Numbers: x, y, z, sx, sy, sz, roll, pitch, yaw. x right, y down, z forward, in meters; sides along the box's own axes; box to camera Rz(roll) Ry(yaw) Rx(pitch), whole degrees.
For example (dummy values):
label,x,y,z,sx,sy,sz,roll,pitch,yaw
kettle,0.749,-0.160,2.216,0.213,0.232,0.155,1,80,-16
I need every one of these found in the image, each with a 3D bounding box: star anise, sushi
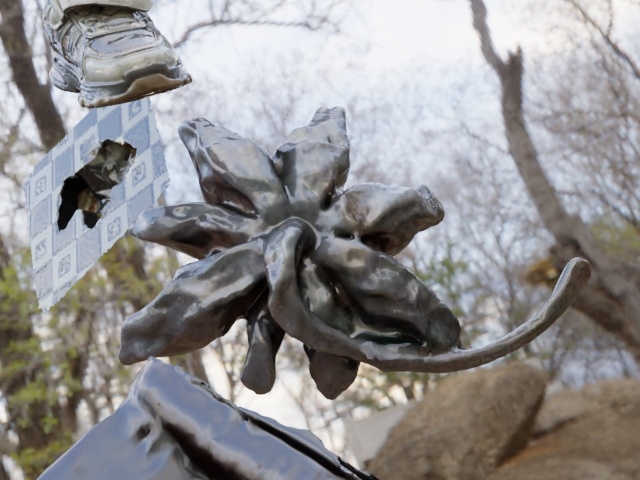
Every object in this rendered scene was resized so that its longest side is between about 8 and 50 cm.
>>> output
label,x,y,z,sx,sy,sz,roll,pitch,yaw
star anise,0.000,0.000,0.908,0.359,0.316,0.139,-31,-14,-20
sushi,-0.214,-0.049,1.143,0.040,0.193,0.210,24,-54,-41

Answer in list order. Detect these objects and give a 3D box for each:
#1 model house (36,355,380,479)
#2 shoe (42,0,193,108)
label,x,y,z,sx,sy,sz,roll,pitch,yaw
model house,-0.046,0.138,0.383,0.164,0.203,0.141,-50,-50,-18
shoe,-0.160,-0.159,0.871,0.089,0.180,0.092,-19,-66,-23
